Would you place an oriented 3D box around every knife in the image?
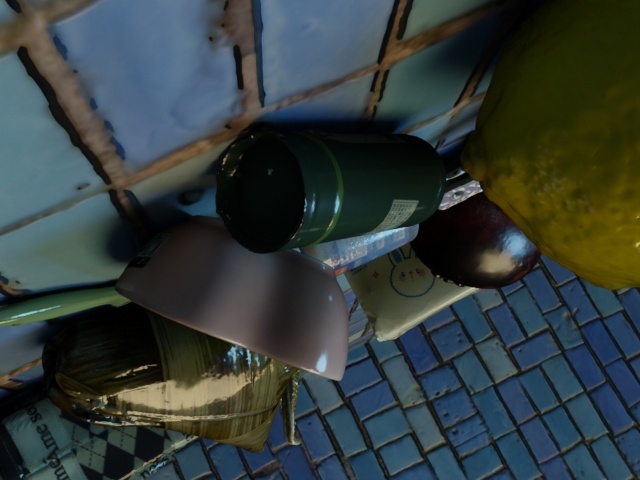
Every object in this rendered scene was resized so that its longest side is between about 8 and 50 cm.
[{"bbox_3d":[-0.195,0.053,0.679,0.043,0.020,0.293,-36,166,32],"label":"knife"}]

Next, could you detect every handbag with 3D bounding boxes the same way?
[{"bbox_3d":[-0.308,0.271,0.983,0.416,0.180,0.316,-27,175,-28],"label":"handbag"}]

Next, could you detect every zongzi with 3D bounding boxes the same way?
[{"bbox_3d":[-0.162,0.186,0.806,0.285,0.134,0.288,-8,133,-25],"label":"zongzi"}]

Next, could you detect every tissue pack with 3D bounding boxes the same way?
[{"bbox_3d":[0.140,0.038,1.009,0.196,0.148,0.092,-34,162,24],"label":"tissue pack"}]

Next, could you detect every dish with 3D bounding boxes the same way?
[{"bbox_3d":[-0.062,0.040,0.598,0.213,0.213,0.091,50,61,-76],"label":"dish"}]

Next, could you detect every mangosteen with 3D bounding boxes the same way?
[{"bbox_3d":[0.199,-0.036,0.844,0.199,0.200,0.200,-26,166,-7],"label":"mangosteen"}]

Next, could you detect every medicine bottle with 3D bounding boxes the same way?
[{"bbox_3d":[0.000,0.000,0.736,0.203,0.084,0.083,-22,165,-18],"label":"medicine bottle"}]

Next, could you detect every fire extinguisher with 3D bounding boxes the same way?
[{"bbox_3d":[0.041,-0.052,0.617,0.118,0.093,0.294,-23,173,37],"label":"fire extinguisher"}]

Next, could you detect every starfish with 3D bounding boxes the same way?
[{"bbox_3d":[-0.049,0.160,0.964,0.050,0.248,0.138,4,155,-3],"label":"starfish"}]

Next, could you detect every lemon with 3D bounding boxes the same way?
[{"bbox_3d":[0.271,-0.087,0.541,0.321,0.268,0.268,-20,165,-10],"label":"lemon"}]

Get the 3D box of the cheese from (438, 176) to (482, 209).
[{"bbox_3d":[0.206,-0.081,0.725,0.192,0.038,0.097,-26,145,12],"label":"cheese"}]
